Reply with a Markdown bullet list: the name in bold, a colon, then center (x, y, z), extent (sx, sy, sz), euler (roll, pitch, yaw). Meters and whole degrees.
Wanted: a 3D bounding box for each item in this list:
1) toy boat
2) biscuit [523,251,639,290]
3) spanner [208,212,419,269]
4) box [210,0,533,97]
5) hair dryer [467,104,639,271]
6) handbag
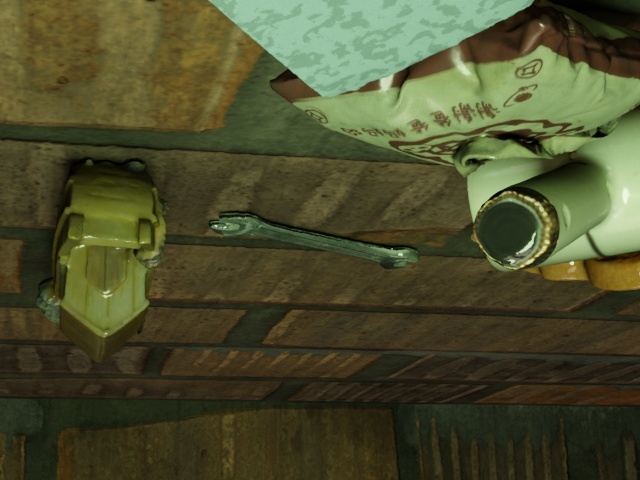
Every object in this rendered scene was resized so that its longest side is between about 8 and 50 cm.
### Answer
- **toy boat**: center (-0.239, 0.037, 1.185), extent (0.136, 0.162, 0.445), euler (5, 163, -12)
- **biscuit**: center (0.347, -0.014, 1.052), extent (0.334, 0.047, 0.202), euler (-9, -155, 35)
- **spanner**: center (0.000, 0.000, 1.333), extent (0.302, 0.017, 0.071), euler (12, 159, -35)
- **box**: center (0.008, -0.176, 0.538), extent (0.162, 0.130, 0.227), euler (-24, 156, 18)
- **hair dryer**: center (0.193, -0.029, 0.888), extent (0.203, 0.128, 0.362), euler (-10, -176, 28)
- **handbag**: center (0.116, -0.114, 0.773), extent (0.213, 0.127, 0.235), euler (-13, 173, 38)
